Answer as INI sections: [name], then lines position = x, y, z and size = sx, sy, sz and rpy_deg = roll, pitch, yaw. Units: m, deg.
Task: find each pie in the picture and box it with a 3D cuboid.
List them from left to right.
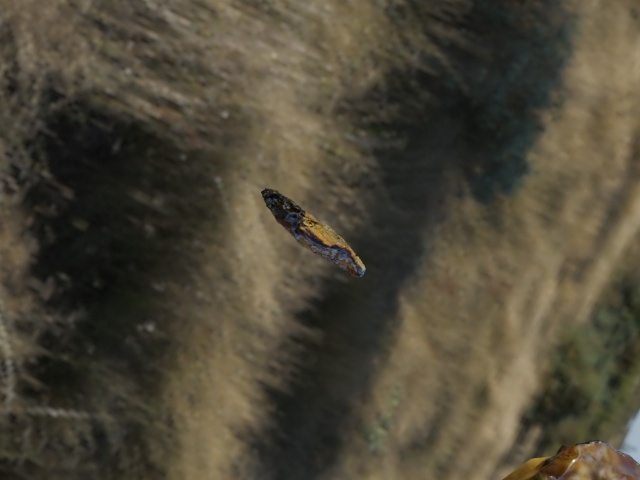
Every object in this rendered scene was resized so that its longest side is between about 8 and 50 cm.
[pie]
position = 0.000, 0.000, 1.500
size = 0.034, 0.092, 0.170
rpy_deg = -54, 138, -5

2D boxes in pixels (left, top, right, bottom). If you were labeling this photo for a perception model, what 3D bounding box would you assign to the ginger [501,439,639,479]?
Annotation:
[ginger]
position = 0.191, 0.330, 1.338
size = 0.269, 0.200, 0.223
rpy_deg = -39, 176, -39
